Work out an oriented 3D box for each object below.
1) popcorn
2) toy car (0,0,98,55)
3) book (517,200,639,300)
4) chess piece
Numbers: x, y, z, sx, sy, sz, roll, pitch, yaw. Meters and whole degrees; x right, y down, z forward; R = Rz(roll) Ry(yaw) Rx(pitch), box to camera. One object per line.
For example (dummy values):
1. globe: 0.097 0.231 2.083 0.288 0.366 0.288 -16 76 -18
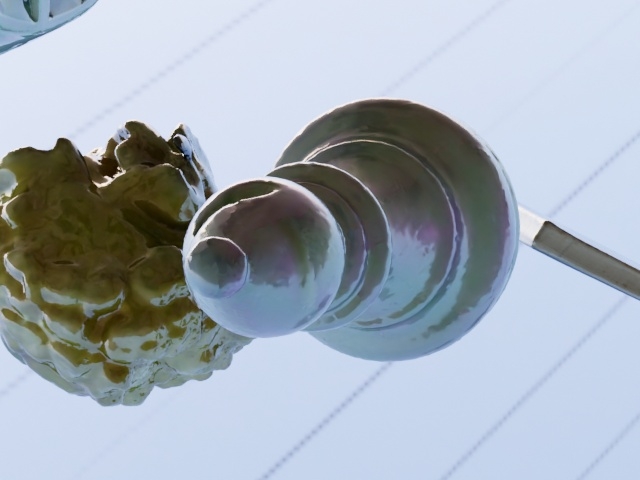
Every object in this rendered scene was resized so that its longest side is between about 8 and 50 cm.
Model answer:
1. popcorn: -0.135 0.012 1.239 0.218 0.169 0.189 1 -118 -61
2. toy car: -0.117 -0.079 0.491 0.090 0.076 0.224 -18 -171 24
3. book: 0.245 0.034 1.372 0.269 0.025 0.191 26 -174 -14
4. chess piece: 0.000 0.000 0.864 0.139 0.139 0.271 21 -170 17
